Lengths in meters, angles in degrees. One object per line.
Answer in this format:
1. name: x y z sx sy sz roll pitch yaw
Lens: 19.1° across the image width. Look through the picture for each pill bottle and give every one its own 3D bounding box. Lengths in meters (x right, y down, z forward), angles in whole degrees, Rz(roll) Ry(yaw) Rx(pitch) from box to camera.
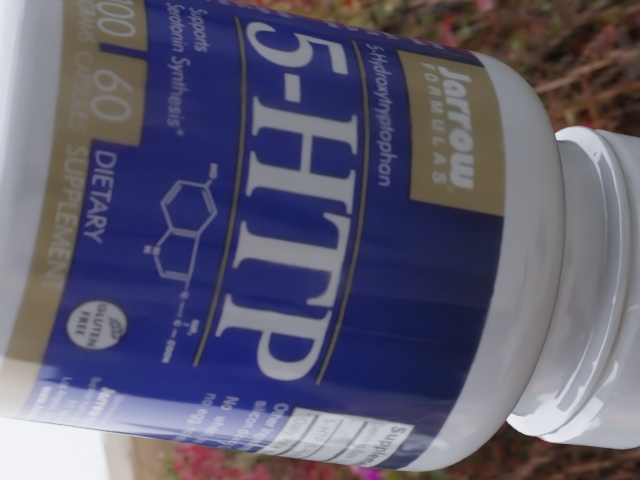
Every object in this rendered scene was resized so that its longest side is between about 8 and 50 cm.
1. pill bottle: 0.000 0.000 0.485 0.186 0.112 0.112 9 -112 -17
